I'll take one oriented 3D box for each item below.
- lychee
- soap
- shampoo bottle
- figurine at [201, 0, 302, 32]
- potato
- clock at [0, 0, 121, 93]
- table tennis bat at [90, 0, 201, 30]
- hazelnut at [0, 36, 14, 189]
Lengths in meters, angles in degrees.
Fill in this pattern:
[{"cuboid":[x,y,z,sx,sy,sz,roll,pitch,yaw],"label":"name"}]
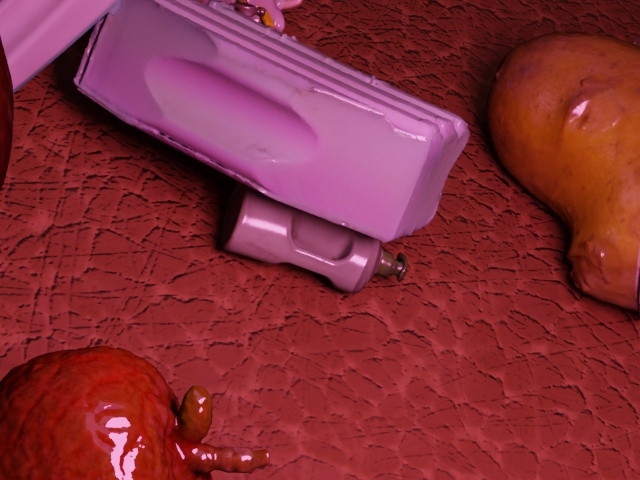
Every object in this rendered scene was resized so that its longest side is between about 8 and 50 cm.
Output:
[{"cuboid":[-0.202,0.223,1.404,0.255,0.300,0.255,-15,90,-69],"label":"lychee"},{"cuboid":[-0.064,-0.165,1.845,0.446,0.156,0.261,28,17,14],"label":"soap"},{"cuboid":[0.000,0.000,1.857,0.234,0.087,0.118,20,34,-13],"label":"shampoo bottle"},{"cuboid":[-0.103,-0.336,2.111,0.137,0.112,0.229,42,29,0],"label":"figurine"},{"cuboid":[0.361,-0.105,2.114,0.296,0.290,0.397,12,79,21],"label":"potato"},{"cuboid":[-0.404,-0.321,1.818,0.262,0.231,0.116,54,7,24],"label":"clock"},{"cuboid":[-0.310,-0.326,1.936,0.321,0.198,0.050,-1,64,-4],"label":"table tennis bat"},{"cuboid":[-0.491,-0.174,1.523,0.402,0.402,0.429,5,41,-27],"label":"hazelnut"}]
